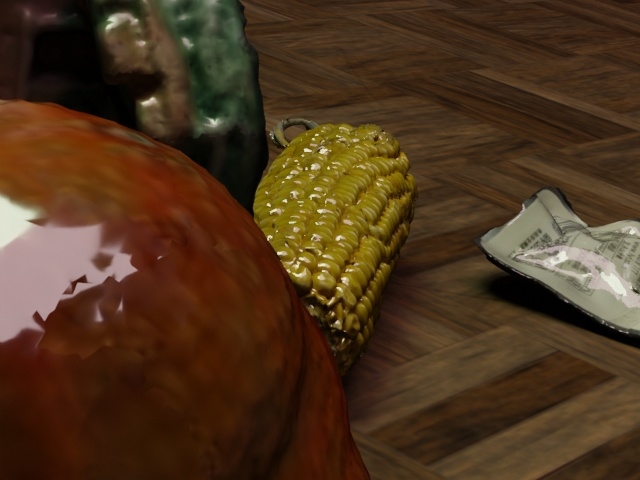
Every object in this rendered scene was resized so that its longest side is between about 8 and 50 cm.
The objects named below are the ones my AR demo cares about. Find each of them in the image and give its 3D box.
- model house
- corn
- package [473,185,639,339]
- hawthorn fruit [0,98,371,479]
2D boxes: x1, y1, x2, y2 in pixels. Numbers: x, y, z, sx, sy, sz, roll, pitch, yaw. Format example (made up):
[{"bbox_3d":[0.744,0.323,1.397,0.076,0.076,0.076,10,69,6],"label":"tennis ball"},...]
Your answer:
[{"bbox_3d":[-0.177,-0.040,0.735,0.237,0.237,0.202,-5,32,-29],"label":"model house"},{"bbox_3d":[0.000,0.000,0.903,0.106,0.106,0.293,12,20,3],"label":"corn"},{"bbox_3d":[0.221,0.031,1.041,0.232,0.040,0.166,25,25,14],"label":"package"},{"bbox_3d":[-0.113,0.078,0.433,0.258,0.258,0.262,6,-4,-13],"label":"hawthorn fruit"}]
